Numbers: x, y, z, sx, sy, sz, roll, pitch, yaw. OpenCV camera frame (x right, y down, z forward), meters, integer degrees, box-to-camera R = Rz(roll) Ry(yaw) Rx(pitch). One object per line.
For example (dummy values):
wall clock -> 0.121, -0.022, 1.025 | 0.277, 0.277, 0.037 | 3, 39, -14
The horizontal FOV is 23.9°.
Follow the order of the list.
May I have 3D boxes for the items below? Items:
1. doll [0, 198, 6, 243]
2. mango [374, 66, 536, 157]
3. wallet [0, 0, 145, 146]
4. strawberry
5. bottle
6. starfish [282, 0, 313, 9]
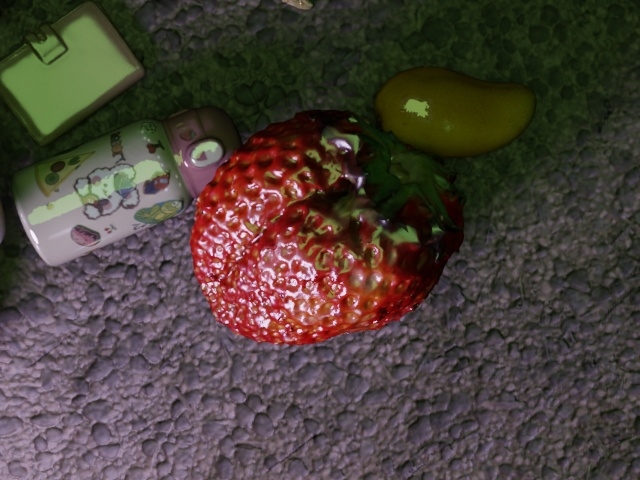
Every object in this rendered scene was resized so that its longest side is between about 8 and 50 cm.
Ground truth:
doll -> -0.449, -0.061, 1.612 | 0.221, 0.221, 0.251 | -17, 54, 0
mango -> 0.150, -0.143, 1.701 | 0.184, 0.085, 0.102 | 2, 90, -11
wallet -> -0.288, -0.191, 1.709 | 0.153, 0.039, 0.118 | -34, 95, -3
strawberry -> 0.000, 0.000, 1.637 | 0.288, 0.238, 0.250 | -47, 68, 23
bottle -> -0.207, -0.070, 1.676 | 0.253, 0.120, 0.120 | -23, 93, 1
starfish -> -0.114, -0.362, 1.704 | 0.277, 0.062, 0.235 | 29, 87, 2
